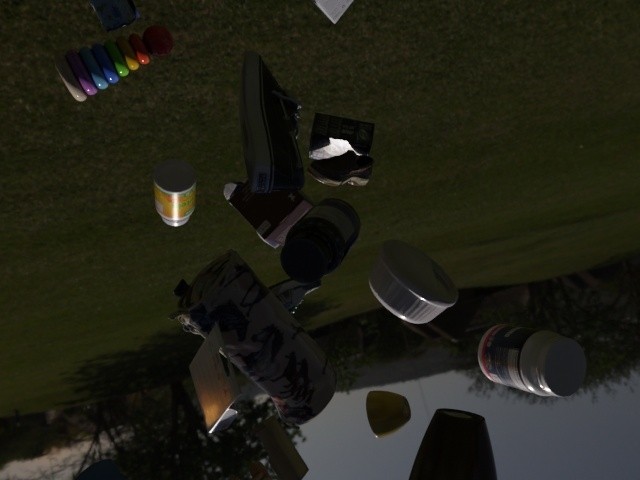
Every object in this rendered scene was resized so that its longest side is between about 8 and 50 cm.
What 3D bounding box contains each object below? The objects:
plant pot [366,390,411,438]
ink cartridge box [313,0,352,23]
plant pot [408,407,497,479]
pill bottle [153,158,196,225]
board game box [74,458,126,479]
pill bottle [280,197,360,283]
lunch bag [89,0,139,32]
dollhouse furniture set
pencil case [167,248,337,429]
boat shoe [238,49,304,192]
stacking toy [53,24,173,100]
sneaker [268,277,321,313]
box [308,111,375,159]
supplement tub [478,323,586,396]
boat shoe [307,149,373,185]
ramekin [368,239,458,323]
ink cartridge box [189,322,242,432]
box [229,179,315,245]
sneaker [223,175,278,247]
[{"bbox_3d":[0.202,0.490,1.515,0.095,0.134,0.134,-20,169,24],"label":"plant pot"},{"bbox_3d":[0.063,-0.813,1.628,0.223,0.045,0.224,-49,163,12],"label":"ink cartridge box"},{"bbox_3d":[0.298,0.501,1.172,0.216,0.230,0.215,7,173,1],"label":"plant pot"},{"bbox_3d":[-0.496,-0.154,1.804,0.136,0.136,0.245,-12,154,-21],"label":"pill bottle"},{"bbox_3d":[-0.520,0.599,1.241,0.169,0.033,0.133,22,-124,43],"label":"board game box"},{"bbox_3d":[0.000,0.000,1.074,0.123,0.122,0.219,-21,-167,25],"label":"pill bottle"},{"bbox_3d":[-0.600,-0.699,1.548,0.096,0.128,0.151,-15,-146,8],"label":"lunch bag"},{"bbox_3d":[-0.179,0.573,1.299,0.242,0.161,0.212,-36,167,3],"label":"dollhouse furniture set"},{"bbox_3d":[-0.126,0.220,1.115,0.183,0.410,0.160,-44,-157,-13],"label":"pencil case"},{"bbox_3d":[-0.084,-0.217,0.938,0.105,0.306,0.113,-1,144,-17],"label":"boat shoe"},{"bbox_3d":[-0.583,-0.530,1.534,0.330,0.141,0.141,-27,171,-10],"label":"stacking toy"},{"bbox_3d":[-0.118,0.184,1.462,0.283,0.122,0.110,-23,180,-19],"label":"sneaker"},{"bbox_3d":[0.061,-0.298,1.587,0.180,0.077,0.147,11,160,-1],"label":"box"},{"bbox_3d":[0.636,0.362,1.612,0.191,0.191,0.272,-12,-177,-24],"label":"supplement tub"},{"bbox_3d":[0.063,-0.214,1.478,0.257,0.095,0.095,-9,135,-55],"label":"boat shoe"},{"bbox_3d":[0.268,0.131,1.587,0.273,0.273,0.127,-2,133,-53],"label":"ramekin"},{"bbox_3d":[-0.186,0.255,0.988,0.045,0.145,0.179,-1,143,-38],"label":"ink cartridge box"},{"bbox_3d":[-0.131,-0.103,1.592,0.168,0.167,0.203,-45,164,5],"label":"box"},{"bbox_3d":[-0.213,-0.143,2.086,0.127,0.315,0.182,-37,-174,46],"label":"sneaker"}]
